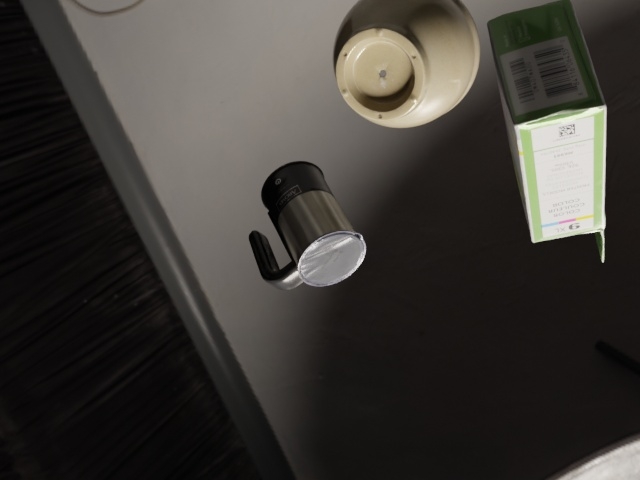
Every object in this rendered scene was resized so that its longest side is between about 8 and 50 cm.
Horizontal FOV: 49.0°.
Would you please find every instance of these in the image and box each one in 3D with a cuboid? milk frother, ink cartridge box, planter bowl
[{"bbox_3d":[0.000,0.000,0.853,0.129,0.143,0.135,-53,43,25],"label":"milk frother"},{"bbox_3d":[0.187,-0.073,0.567,0.062,0.109,0.209,-12,146,15],"label":"ink cartridge box"},{"bbox_3d":[0.080,-0.189,0.752,0.162,0.109,0.162,11,121,19],"label":"planter bowl"}]
